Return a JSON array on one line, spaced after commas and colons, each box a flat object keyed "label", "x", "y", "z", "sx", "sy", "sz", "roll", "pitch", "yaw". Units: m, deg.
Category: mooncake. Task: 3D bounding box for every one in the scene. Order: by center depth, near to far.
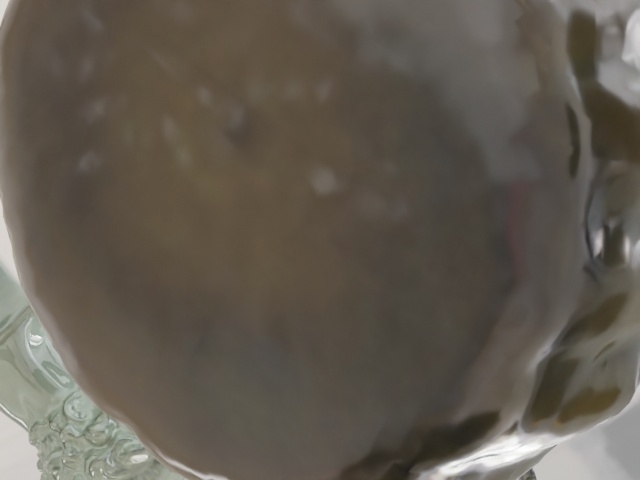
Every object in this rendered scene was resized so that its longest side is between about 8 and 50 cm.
[{"label": "mooncake", "x": 0.019, "y": -0.037, "z": 0.711, "sx": 0.161, "sy": 0.290, "sz": 0.290, "roll": -13, "pitch": -45, "yaw": -51}]

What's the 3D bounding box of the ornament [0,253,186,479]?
[{"label": "ornament", "x": -0.220, "y": 0.113, "z": 1.418, "sx": 0.130, "sy": 0.285, "sz": 0.120, "roll": -52, "pitch": -11, "yaw": -5}]

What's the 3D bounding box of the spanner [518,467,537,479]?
[{"label": "spanner", "x": 0.176, "y": 0.258, "z": 1.559, "sx": 0.015, "sy": 0.054, "sz": 0.254, "roll": -24, "pitch": -26, "yaw": -14}]
